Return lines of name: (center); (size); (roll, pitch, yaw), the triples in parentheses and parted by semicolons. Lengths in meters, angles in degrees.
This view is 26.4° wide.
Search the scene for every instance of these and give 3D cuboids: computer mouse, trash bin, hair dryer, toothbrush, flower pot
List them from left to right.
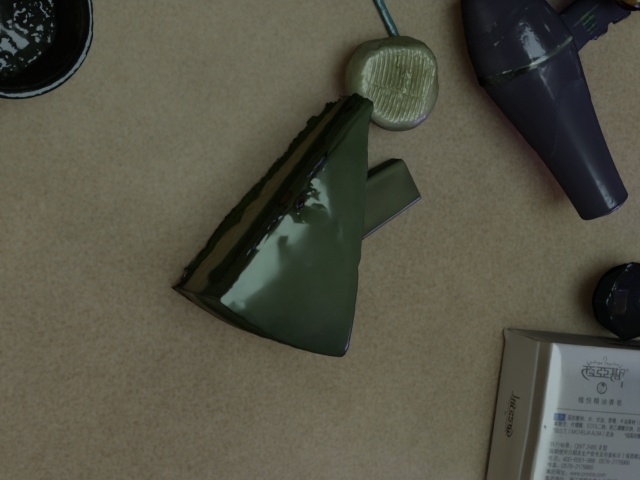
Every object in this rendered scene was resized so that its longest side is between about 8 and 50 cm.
flower pot: (-0.314, -0.223, 1.363); (0.158, 0.107, 0.157); (-4, 101, -22)
trash bin: (0.063, -0.050, 1.571); (0.092, 0.043, 0.061); (-32, 107, -17)
toothbrush: (0.068, -0.275, 1.561); (0.011, 0.014, 0.167); (-34, 108, -25)
hair dryer: (0.354, -0.230, 1.638); (0.361, 0.121, 0.301); (-36, 103, -23)
computer mouse: (0.398, 0.074, 1.717); (0.172, 0.057, 0.099); (2, 94, -34)

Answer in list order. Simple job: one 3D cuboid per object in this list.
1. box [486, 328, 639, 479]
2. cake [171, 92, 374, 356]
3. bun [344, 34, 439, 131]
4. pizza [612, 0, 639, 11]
box: (0.357, 0.225, 1.682); (0.274, 0.116, 0.203); (6, 93, -22)
cake: (0.002, -0.006, 1.496); (0.172, 0.158, 0.283); (41, 77, -22)
bun: (0.078, -0.179, 1.547); (0.115, 0.069, 0.115); (-2, 96, -21)
pizza: (0.346, -0.390, 1.575); (0.409, 0.114, 0.277); (-25, 78, -24)
